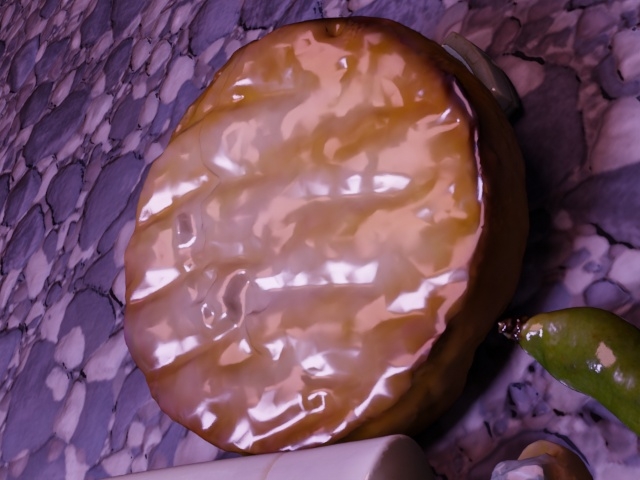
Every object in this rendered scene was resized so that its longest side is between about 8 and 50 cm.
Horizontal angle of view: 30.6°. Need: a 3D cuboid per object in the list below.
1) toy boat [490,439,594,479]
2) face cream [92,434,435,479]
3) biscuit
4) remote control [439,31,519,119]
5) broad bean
[{"bbox_3d":[0.040,0.299,0.477,0.162,0.136,0.446,6,69,60],"label":"toy boat"},{"bbox_3d":[-0.063,0.221,0.702,0.348,0.081,0.174,-18,74,45],"label":"face cream"},{"bbox_3d":[0.000,0.000,0.758,0.296,0.102,0.296,-13,67,34],"label":"biscuit"},{"bbox_3d":[0.042,-0.043,0.840,0.233,0.038,0.098,-46,35,17],"label":"remote control"},{"bbox_3d":[0.171,0.086,0.548,0.256,0.052,0.052,40,125,57],"label":"broad bean"}]
